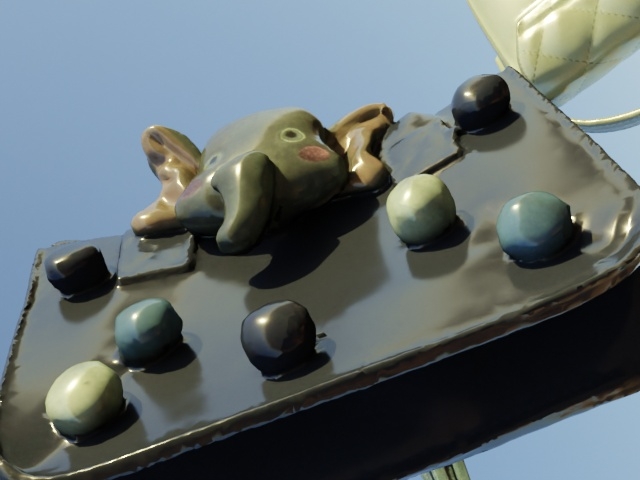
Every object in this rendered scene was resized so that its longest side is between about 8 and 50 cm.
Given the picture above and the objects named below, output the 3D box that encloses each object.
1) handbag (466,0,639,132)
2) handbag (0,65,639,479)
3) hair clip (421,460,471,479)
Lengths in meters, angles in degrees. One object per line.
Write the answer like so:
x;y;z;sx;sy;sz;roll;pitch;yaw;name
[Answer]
0.231;-0.183;0.636;0.079;0.256;0.219;28;-146;-46;handbag
-0.011;0.013;0.509;0.269;0.325;0.118;-110;-1;-57;handbag
0.136;0.238;0.825;0.048;0.083;0.275;-1;-136;-32;hair clip
